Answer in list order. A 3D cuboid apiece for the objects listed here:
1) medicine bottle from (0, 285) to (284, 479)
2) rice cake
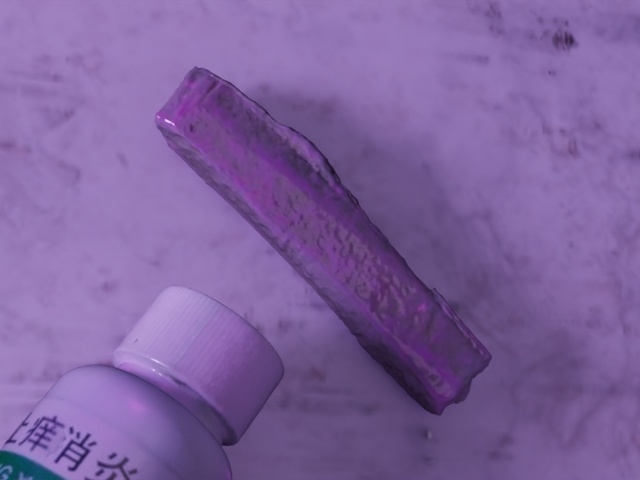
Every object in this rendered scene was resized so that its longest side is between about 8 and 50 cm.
[{"bbox_3d":[-0.114,0.136,0.642,0.095,0.095,0.260,39,64,-6],"label":"medicine bottle"},{"bbox_3d":[0.000,0.000,0.753,0.206,0.036,0.047,48,55,-2],"label":"rice cake"}]
